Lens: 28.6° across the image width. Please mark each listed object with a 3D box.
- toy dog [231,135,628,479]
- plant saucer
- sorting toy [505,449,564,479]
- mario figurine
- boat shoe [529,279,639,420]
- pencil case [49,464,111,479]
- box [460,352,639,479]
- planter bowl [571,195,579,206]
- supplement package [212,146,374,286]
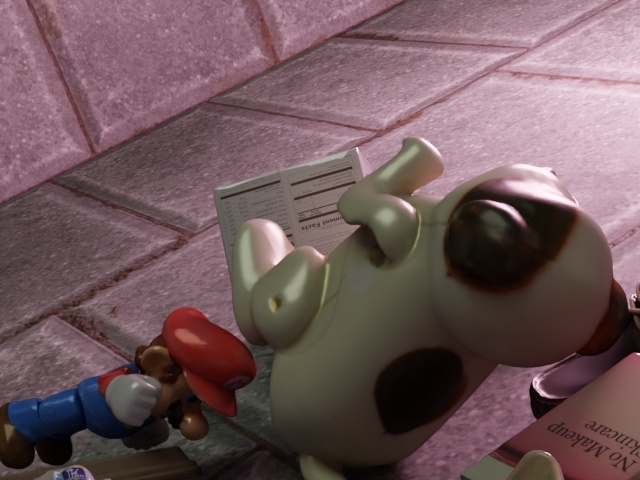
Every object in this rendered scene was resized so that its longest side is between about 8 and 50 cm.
[{"bbox_3d":[0.116,0.065,1.341,0.408,0.284,0.395,-30,31,36],"label":"toy dog"},{"bbox_3d":[-0.275,0.274,1.431,0.278,0.041,0.278,-10,-8,-1],"label":"plant saucer"},{"bbox_3d":[0.151,0.294,0.984,0.193,0.038,0.208,-58,16,20],"label":"sorting toy"},{"bbox_3d":[-0.215,0.206,1.457,0.321,0.170,0.198,-24,22,19],"label":"mario figurine"},{"bbox_3d":[0.380,0.091,1.355,0.355,0.130,0.132,-23,22,-8],"label":"boat shoe"},{"bbox_3d":[-0.134,0.298,1.127,0.113,0.273,0.124,-59,24,3],"label":"pencil case"},{"bbox_3d":[0.270,0.225,1.144,0.232,0.126,0.149,-30,24,-23],"label":"box"},{"bbox_3d":[0.252,0.018,1.691,0.217,0.090,0.217,-17,22,7],"label":"planter bowl"},{"bbox_3d":[0.000,0.000,1.711,0.204,0.145,0.262,-16,-15,11],"label":"supplement package"}]
